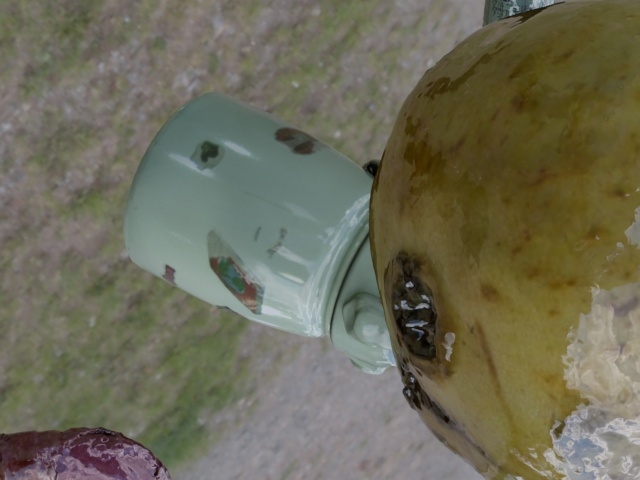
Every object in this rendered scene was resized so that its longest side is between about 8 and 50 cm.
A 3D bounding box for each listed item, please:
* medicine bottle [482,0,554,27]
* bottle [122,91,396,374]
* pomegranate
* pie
[{"bbox_3d":[0.131,-0.149,0.702,0.047,0.047,0.083,-30,134,-37],"label":"medicine bottle"},{"bbox_3d":[0.000,0.000,1.092,0.229,0.351,0.229,-53,158,-33],"label":"bottle"},{"bbox_3d":[0.143,0.005,0.527,0.260,0.260,0.260,-38,155,-22],"label":"pomegranate"},{"bbox_3d":[-0.188,0.204,0.759,0.182,0.050,0.182,-8,124,-12],"label":"pie"}]
